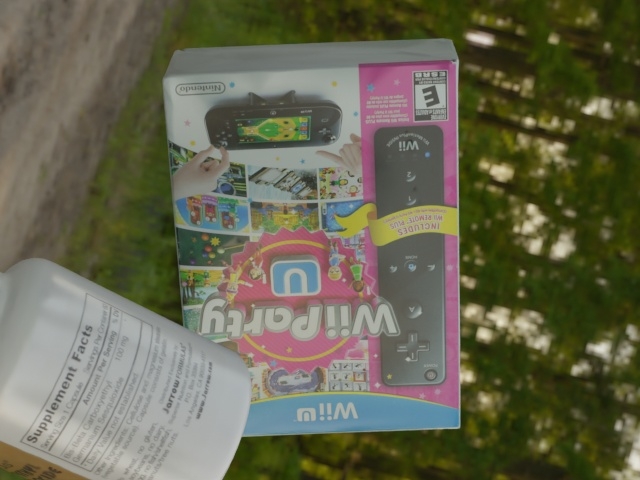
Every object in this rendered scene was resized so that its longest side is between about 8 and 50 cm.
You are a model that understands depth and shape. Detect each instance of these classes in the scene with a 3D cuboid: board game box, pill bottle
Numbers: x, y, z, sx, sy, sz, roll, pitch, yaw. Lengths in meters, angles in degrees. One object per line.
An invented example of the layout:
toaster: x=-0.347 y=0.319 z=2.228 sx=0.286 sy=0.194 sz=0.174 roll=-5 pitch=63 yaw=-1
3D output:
board game box: x=0.000 y=0.000 z=1.065 sx=0.097 sy=0.224 sz=0.303 roll=-91 pitch=179 yaw=-69
pill bottle: x=-0.171 y=0.086 z=0.845 sx=0.131 sy=0.229 sz=0.131 roll=-47 pitch=-154 yaw=31
